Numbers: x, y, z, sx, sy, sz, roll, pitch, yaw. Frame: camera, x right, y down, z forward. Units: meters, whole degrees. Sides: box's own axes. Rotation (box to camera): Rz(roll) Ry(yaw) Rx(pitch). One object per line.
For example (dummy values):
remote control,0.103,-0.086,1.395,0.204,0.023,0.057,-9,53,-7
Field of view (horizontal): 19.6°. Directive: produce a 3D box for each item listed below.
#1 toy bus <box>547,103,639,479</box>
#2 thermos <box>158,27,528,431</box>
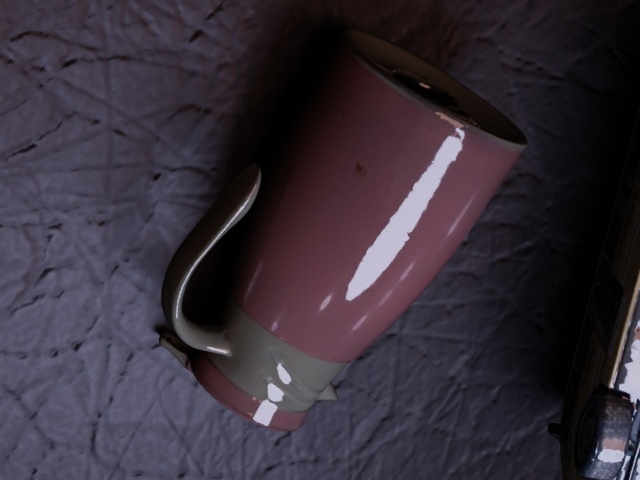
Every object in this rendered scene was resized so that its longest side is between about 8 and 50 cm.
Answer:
toy bus,0.288,0.033,1.337,0.177,0.202,0.365,12,105,-5
thermos,0.000,0.000,1.251,0.176,0.146,0.265,24,106,-34
